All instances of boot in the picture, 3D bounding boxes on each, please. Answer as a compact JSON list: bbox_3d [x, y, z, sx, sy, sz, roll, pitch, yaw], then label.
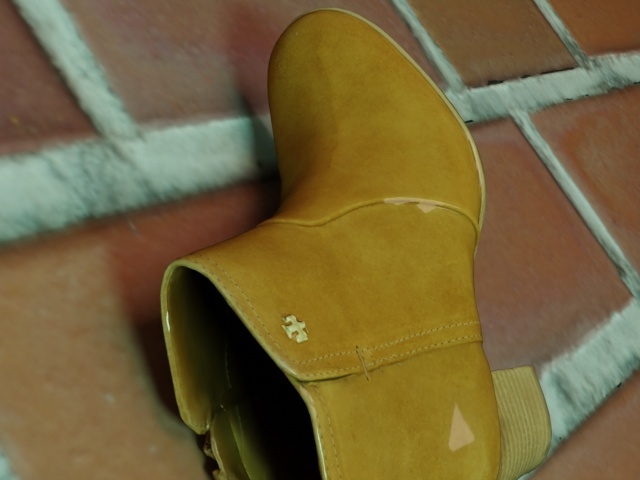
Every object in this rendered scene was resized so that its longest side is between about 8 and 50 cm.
[{"bbox_3d":[0.000,0.001,0.578,0.211,0.104,0.295,1,61,-55],"label":"boot"}]
